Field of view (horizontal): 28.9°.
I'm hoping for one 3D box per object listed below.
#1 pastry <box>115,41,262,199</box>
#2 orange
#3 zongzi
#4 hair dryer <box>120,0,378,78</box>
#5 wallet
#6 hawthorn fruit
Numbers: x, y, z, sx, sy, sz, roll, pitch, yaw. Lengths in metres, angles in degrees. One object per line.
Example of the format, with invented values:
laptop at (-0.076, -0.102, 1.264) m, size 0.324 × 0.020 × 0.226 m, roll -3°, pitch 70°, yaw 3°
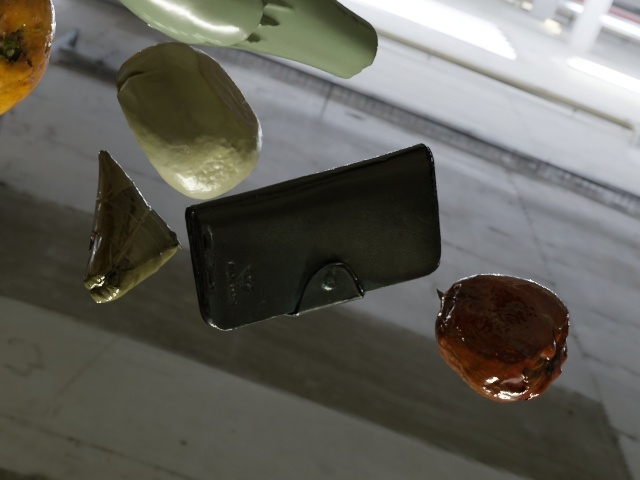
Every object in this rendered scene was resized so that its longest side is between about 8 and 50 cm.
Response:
pastry at (-0.121, -0.114, 1.149) m, size 0.156 × 0.092 × 0.156 m, roll 48°, pitch -168°, yaw -14°
orange at (-0.436, -0.255, 1.460) m, size 0.246 × 0.246 × 0.246 m, roll 19°, pitch -164°, yaw -6°
zongzi at (-0.281, -0.020, 1.640) m, size 0.176 × 0.078 × 0.160 m, roll 58°, pitch -147°, yaw -9°
hair dryer at (-0.054, -0.177, 0.756) m, size 0.219 × 0.088 × 0.225 m, roll 34°, pitch -154°, yaw -36°
wallet at (0.000, 0.000, 1.484) m, size 0.318 × 0.172 × 0.045 m, roll -15°, pitch -159°, yaw -22°
hawthorn fruit at (0.241, 0.131, 1.651) m, size 0.179 × 0.173 × 0.173 m, roll -1°, pitch -168°, yaw 13°
